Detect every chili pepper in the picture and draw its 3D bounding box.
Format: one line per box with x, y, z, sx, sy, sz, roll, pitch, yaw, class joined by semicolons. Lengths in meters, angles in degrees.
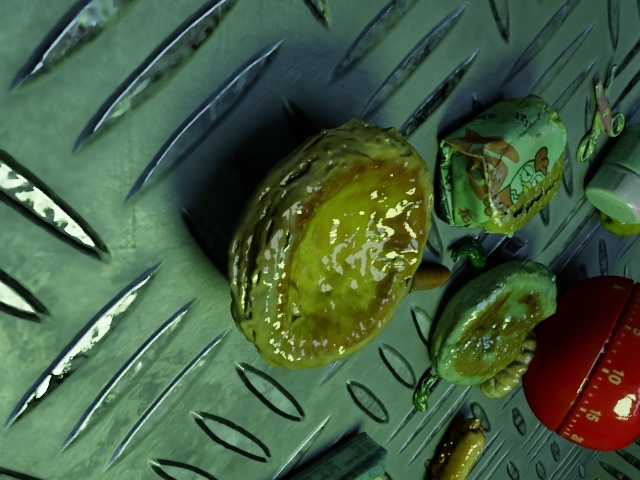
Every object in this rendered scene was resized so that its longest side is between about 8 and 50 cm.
0.259;0.023;1.175;0.118;0.035;0.055;24;81;-56;chili pepper
0.197;0.288;1.310;0.030;0.034;0.091;-56;161;-65;chili pepper

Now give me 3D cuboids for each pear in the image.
0.663;-0.064;1.496;0.131;0.107;0.107;-16;128;-30;pear

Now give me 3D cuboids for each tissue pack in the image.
-0.006;0.459;1.165;0.257;0.081;0.185;-22;131;-38;tissue pack

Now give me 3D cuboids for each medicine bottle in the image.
0.630;-0.134;1.384;0.168;0.135;0.135;-53;143;-5;medicine bottle

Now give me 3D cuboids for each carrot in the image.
0.169;0.057;1.091;0.139;0.048;0.048;-1;117;-49;carrot

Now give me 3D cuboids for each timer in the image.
0.607;0.259;1.506;0.378;0.279;0.378;-48;154;-33;timer

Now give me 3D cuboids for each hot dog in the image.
0.289;0.483;1.512;0.102;0.076;0.249;-62;174;-73;hot dog

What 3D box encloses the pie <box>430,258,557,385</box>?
0.325;0.154;1.284;0.303;0.067;0.302;-22;135;-23;pie

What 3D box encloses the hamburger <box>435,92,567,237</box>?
0.281;-0.090;1.038;0.214;0.125;0.235;-24;119;-22;hamburger

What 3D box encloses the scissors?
0.526;-0.238;1.287;0.133;0.020;0.187;-38;140;-16;scissors

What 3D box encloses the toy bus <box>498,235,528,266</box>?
0.361;0.055;1.309;0.052;0.037;0.130;-30;137;-23;toy bus

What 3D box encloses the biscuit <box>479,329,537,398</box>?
0.397;0.254;1.466;0.183;0.061;0.118;-60;-176;4;biscuit

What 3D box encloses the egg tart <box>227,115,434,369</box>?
0.000;0.000;0.802;0.319;0.128;0.318;-28;133;-35;egg tart
